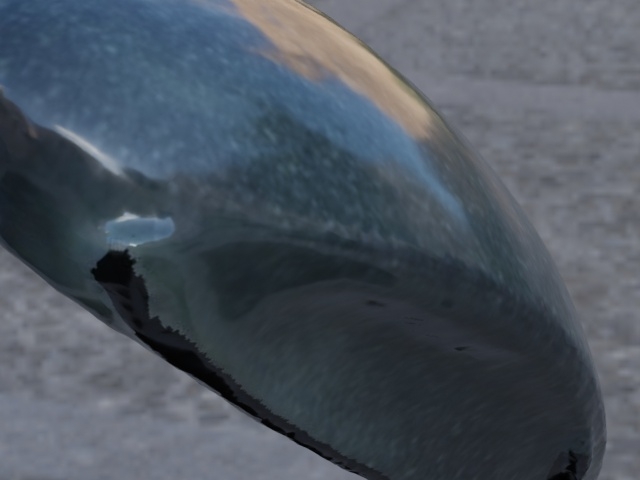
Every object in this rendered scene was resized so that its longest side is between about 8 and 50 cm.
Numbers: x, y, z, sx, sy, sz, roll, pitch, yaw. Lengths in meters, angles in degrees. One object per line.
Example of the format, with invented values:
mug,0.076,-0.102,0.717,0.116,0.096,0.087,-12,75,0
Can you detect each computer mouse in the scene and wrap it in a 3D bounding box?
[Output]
computer mouse,0.003,-0.002,0.629,0.203,0.114,0.374,39,0,31
